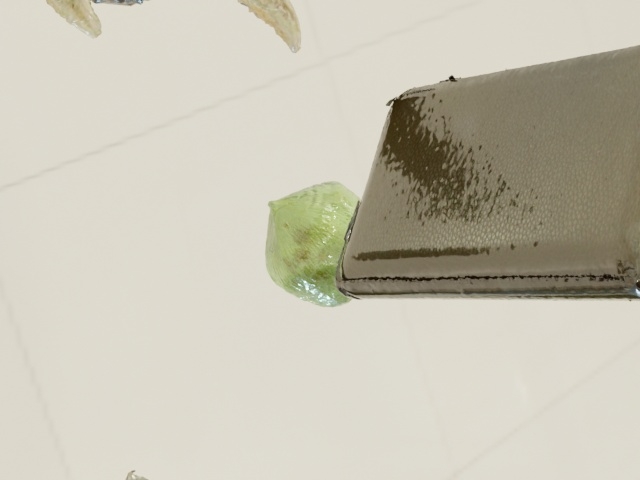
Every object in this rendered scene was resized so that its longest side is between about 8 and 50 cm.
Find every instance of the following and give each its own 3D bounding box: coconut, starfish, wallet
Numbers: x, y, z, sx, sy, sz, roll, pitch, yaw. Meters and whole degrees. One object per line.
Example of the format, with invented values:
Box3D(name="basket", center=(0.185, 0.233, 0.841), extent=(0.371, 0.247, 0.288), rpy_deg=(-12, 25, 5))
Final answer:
Box3D(name="coconut", center=(0.000, 0.000, 1.199), extent=(0.096, 0.088, 0.088), rpy_deg=(33, 60, -19))
Box3D(name="starfish", center=(-0.105, -0.153, 0.921), extent=(0.238, 0.216, 0.071), rpy_deg=(-49, 142, -67))
Box3D(name="wallet", center=(0.085, -0.025, 0.727), extent=(0.031, 0.198, 0.110), rpy_deg=(25, 73, -31))

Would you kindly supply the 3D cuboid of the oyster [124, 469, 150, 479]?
Box3D(name="oyster", center=(-0.109, 0.236, 1.055), extent=(0.108, 0.053, 0.166), rpy_deg=(-75, 145, -73))
